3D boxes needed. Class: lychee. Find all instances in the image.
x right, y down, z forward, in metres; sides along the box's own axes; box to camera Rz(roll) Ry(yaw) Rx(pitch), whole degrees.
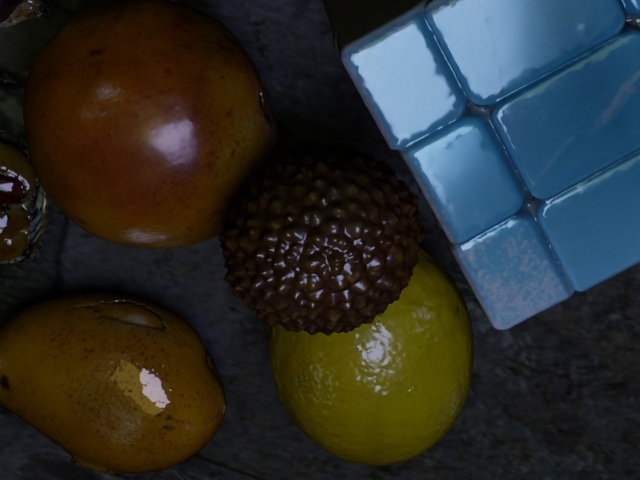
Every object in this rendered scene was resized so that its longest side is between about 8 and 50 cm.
[{"bbox_3d":[0.000,0.000,1.058,0.200,0.238,0.200,-1,92,-16],"label":"lychee"}]

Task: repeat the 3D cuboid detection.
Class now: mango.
[{"bbox_3d":[-0.248,0.152,1.273,0.291,0.160,0.191,13,116,2],"label":"mango"}]

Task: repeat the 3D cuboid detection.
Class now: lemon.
[{"bbox_3d":[0.057,0.122,1.236,0.236,0.236,0.263,-9,95,0],"label":"lemon"}]

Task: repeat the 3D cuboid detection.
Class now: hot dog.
[{"bbox_3d":[-0.430,-0.053,1.218,0.271,0.082,0.162,9,111,-8],"label":"hot dog"}]

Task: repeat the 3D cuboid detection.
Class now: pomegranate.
[{"bbox_3d":[-0.176,-0.116,1.131,0.264,0.264,0.264,-1,110,-3],"label":"pomegranate"}]

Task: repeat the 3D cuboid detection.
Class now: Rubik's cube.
[{"bbox_3d":[0.215,-0.160,1.094,0.322,0.318,0.315,-28,111,7],"label":"Rubik's cube"}]

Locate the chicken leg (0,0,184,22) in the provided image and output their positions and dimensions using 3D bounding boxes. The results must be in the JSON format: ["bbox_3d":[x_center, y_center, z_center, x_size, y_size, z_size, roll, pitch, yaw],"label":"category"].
[{"bbox_3d":[-0.193,-0.298,1.057,0.323,0.083,0.177,-7,75,4],"label":"chicken leg"}]

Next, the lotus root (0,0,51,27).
[{"bbox_3d":[-0.364,-0.290,1.113,0.118,0.125,0.221,-44,104,-15],"label":"lotus root"}]
